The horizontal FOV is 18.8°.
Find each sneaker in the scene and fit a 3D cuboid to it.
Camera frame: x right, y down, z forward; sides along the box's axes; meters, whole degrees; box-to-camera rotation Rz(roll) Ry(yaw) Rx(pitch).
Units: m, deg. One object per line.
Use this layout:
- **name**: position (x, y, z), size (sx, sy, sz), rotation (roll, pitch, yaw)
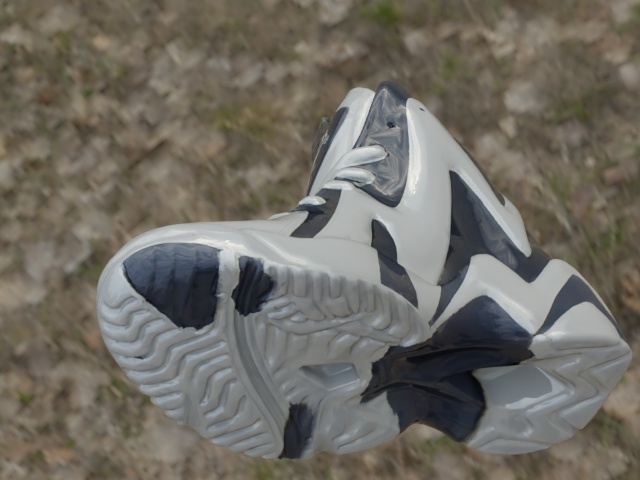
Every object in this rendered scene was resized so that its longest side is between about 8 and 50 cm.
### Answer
- **sneaker**: position (0.000, 0.000, 0.753), size (0.094, 0.235, 0.153), rotation (-62, 40, 31)
